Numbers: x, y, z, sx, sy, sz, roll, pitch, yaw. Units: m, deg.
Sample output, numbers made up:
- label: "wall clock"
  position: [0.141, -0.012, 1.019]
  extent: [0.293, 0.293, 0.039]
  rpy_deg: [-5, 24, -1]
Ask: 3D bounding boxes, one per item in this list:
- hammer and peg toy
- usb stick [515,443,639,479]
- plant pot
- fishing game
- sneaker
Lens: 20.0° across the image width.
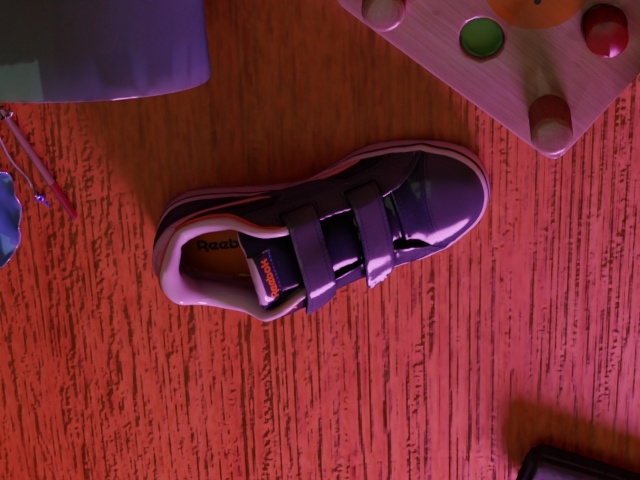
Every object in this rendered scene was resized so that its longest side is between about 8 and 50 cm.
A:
- label: "hammer and peg toy"
  position: [0.229, -0.202, 1.533]
  extent: [0.361, 0.127, 0.266]
  rpy_deg: [34, 115, -13]
- label: "usb stick"
  position: [0.330, 0.275, 1.842]
  extent: [0.278, 0.045, 0.077]
  rpy_deg: [18, 119, -5]
- label: "plant pot"
  position: [-0.234, -0.251, 1.471]
  extent: [0.293, 0.293, 0.235]
  rpy_deg: [2, 103, 4]
- label: "fishing game"
  position: [-0.379, -0.027, 1.744]
  extent: [0.264, 0.041, 0.189]
  rpy_deg: [-21, 118, 16]
- label: "sneaker"
  position: [0.000, 0.000, 1.673]
  extent: [0.321, 0.127, 0.126]
  rpy_deg: [-13, 116, 11]
